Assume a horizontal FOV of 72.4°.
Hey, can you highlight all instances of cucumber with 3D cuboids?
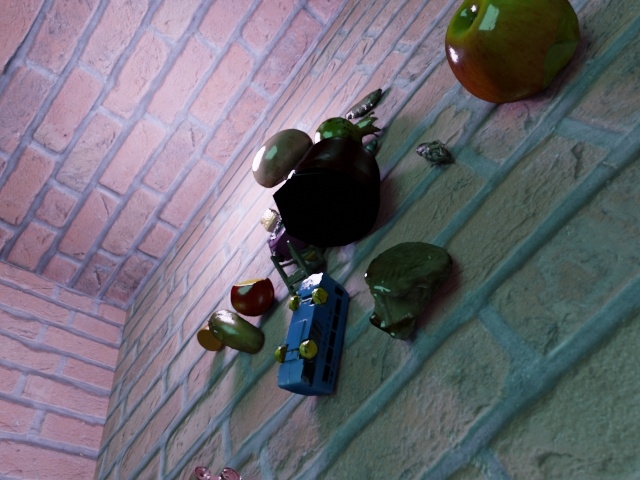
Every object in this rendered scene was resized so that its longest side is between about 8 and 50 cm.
[{"bbox_3d":[0.172,-0.333,1.836,0.250,0.056,0.056,-52,29,16],"label":"cucumber"}]

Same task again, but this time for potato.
[{"bbox_3d":[-0.362,0.396,1.870,0.298,0.176,0.141,24,89,38],"label":"potato"}]

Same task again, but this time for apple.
[{"bbox_3d":[0.534,-0.573,1.252,0.339,0.339,0.340,-38,35,33],"label":"apple"}]

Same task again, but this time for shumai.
[{"bbox_3d":[0.249,0.135,1.223,0.271,0.204,0.222,-26,27,-15],"label":"shumai"}]

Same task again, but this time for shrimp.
[{"bbox_3d":[0.384,-0.287,1.453,0.073,0.075,0.190,-28,39,-11],"label":"shrimp"}]

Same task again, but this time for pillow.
[{"bbox_3d":[0.200,-0.635,2.084,0.241,0.051,0.093,-27,42,40],"label":"pillow"}]

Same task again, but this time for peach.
[{"bbox_3d":[-0.293,0.229,1.885,0.190,0.190,0.193,-122,48,-58],"label":"peach"}]

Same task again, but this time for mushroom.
[{"bbox_3d":[-0.173,-0.396,2.258,0.362,0.294,0.362,-44,3,3],"label":"mushroom"}]

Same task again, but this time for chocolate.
[{"bbox_3d":[0.042,-0.213,1.614,0.383,0.383,0.332,-33,36,38],"label":"chocolate"}]

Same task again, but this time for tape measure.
[{"bbox_3d":[-0.140,-0.026,1.909,0.245,0.149,0.231,-59,16,6],"label":"tape measure"}]

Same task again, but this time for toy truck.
[{"bbox_3d":[-0.022,0.300,1.423,0.161,0.162,0.385,-27,40,43],"label":"toy truck"}]

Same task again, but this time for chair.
[{"bbox_3d":[-0.054,0.131,1.693,0.136,0.147,0.271,-38,78,36],"label":"chair"}]

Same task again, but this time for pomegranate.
[{"bbox_3d":[0.116,-0.424,1.898,0.285,0.231,0.231,-13,31,-9],"label":"pomegranate"}]

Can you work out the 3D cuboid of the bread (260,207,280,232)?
[{"bbox_3d":[-0.248,-0.103,2.246,0.106,0.082,0.125,-62,38,15],"label":"bread"}]

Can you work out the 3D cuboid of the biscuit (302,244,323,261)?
[{"bbox_3d":[0.000,0.000,1.805,0.226,0.036,0.166,-55,25,11],"label":"biscuit"}]

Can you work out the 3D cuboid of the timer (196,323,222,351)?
[{"bbox_3d":[-0.503,0.437,2.112,0.132,0.132,0.152,-41,9,29],"label":"timer"}]

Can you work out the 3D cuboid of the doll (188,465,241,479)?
[{"bbox_3d":[-0.338,0.850,1.337,0.284,0.216,0.269,26,92,59],"label":"doll"}]
